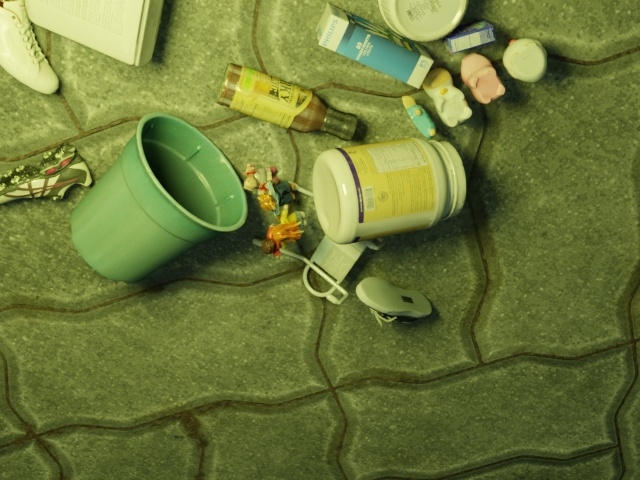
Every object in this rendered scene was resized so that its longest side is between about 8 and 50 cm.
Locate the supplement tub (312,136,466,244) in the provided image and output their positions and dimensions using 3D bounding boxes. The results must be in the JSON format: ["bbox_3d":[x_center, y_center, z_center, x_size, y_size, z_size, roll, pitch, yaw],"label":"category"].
[{"bbox_3d":[0.169,-0.130,1.672,0.332,0.241,0.240,-11,123,-18],"label":"supplement tub"}]

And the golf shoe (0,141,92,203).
[{"bbox_3d":[-0.722,-0.140,1.704,0.273,0.105,0.120,-22,127,9],"label":"golf shoe"}]

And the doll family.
[{"bbox_3d":[-0.105,-0.081,1.701,0.119,0.163,0.262,-11,101,24],"label":"doll family"}]

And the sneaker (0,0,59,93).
[{"bbox_3d":[-0.685,-0.466,1.504,0.123,0.105,0.290,-31,117,17],"label":"sneaker"}]

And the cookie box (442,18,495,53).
[{"bbox_3d":[0.350,-0.485,1.586,0.107,0.091,0.040,-15,118,5],"label":"cookie box"}]

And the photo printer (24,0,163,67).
[{"bbox_3d":[-0.493,-0.546,1.432,0.308,0.107,0.255,23,122,5],"label":"photo printer"}]

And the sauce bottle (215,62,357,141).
[{"bbox_3d":[-0.078,-0.331,1.636,0.345,0.111,0.111,16,118,-16],"label":"sauce bottle"}]

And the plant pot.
[{"bbox_3d":[-0.416,-0.080,1.651,0.334,0.341,0.341,-35,118,25],"label":"plant pot"}]

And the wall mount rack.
[{"bbox_3d":[0.000,0.000,1.839,0.304,0.130,0.350,38,114,12],"label":"wall mount rack"}]

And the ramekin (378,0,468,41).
[{"bbox_3d":[0.240,-0.555,1.524,0.207,0.109,0.207,-2,122,-4],"label":"ramekin"}]

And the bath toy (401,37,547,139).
[{"bbox_3d":[0.375,-0.385,1.630,0.348,0.129,0.151,-27,100,11],"label":"bath toy"}]

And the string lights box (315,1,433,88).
[{"bbox_3d":[0.123,-0.456,1.560,0.260,0.133,0.076,19,118,-16],"label":"string lights box"}]

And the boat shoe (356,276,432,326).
[{"bbox_3d":[0.194,0.186,1.937,0.105,0.113,0.306,-40,148,30],"label":"boat shoe"}]
